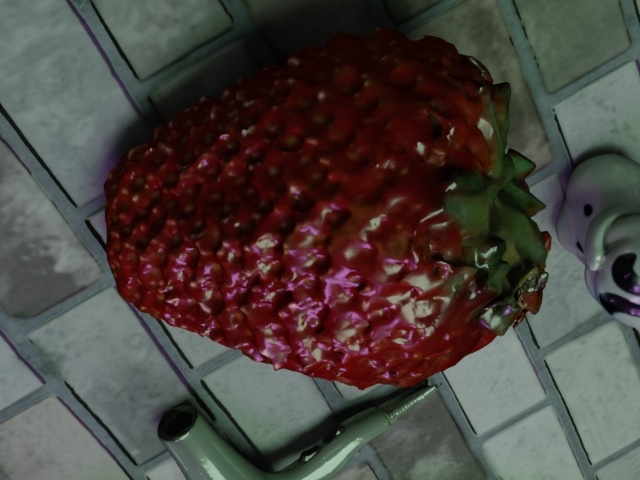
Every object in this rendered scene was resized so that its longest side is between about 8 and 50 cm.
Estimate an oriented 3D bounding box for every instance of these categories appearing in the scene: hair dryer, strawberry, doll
[{"bbox_3d":[-0.038,0.189,1.483,0.229,0.092,0.267,36,93,-36],"label":"hair dryer"},{"bbox_3d":[0.000,0.000,1.212,0.351,0.267,0.312,-10,143,15],"label":"strawberry"},{"bbox_3d":[0.281,0.004,1.400,0.106,0.181,0.110,3,129,-12],"label":"doll"}]
